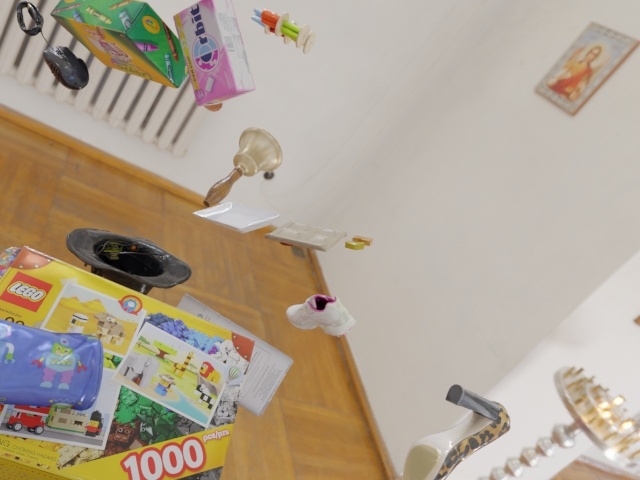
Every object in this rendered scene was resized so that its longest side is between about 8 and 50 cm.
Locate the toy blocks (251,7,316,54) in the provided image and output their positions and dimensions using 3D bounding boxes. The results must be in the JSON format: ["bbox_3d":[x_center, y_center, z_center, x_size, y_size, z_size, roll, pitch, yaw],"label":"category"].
[{"bbox_3d":[-0.091,-0.464,1.119,0.148,0.054,0.123,29,13,5],"label":"toy blocks"}]

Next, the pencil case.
[{"bbox_3d":[-0.479,0.172,0.766,0.306,0.119,0.133,21,50,-34],"label":"pencil case"}]

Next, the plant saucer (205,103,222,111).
[{"bbox_3d":[-0.380,-0.486,1.810,0.083,0.013,0.083,17,62,-34],"label":"plant saucer"}]

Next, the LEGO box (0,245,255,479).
[{"bbox_3d":[-0.422,0.293,1.005,0.500,0.193,0.372,26,44,-16],"label":"LEGO box"}]

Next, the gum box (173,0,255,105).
[{"bbox_3d":[-0.209,-0.371,1.016,0.062,0.107,0.188,-28,107,-56],"label":"gum box"}]

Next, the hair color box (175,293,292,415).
[{"bbox_3d":[-0.287,0.337,1.538,0.374,0.185,0.113,30,-14,7],"label":"hair color box"}]

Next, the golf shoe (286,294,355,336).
[{"bbox_3d":[-0.016,0.235,1.781,0.115,0.306,0.140,-43,118,-36],"label":"golf shoe"}]

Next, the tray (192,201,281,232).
[{"bbox_3d":[-0.247,-0.065,1.517,0.145,0.030,0.270,-19,23,-36],"label":"tray"}]

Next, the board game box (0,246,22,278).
[{"bbox_3d":[-0.784,0.084,1.414,0.169,0.033,0.133,39,28,-40],"label":"board game box"}]

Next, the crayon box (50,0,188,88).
[{"bbox_3d":[-0.416,-0.429,1.100,0.278,0.081,0.165,25,-11,32],"label":"crayon box"}]

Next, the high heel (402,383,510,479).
[{"bbox_3d":[0.274,0.427,1.021,0.186,0.261,0.093,31,-4,-28],"label":"high heel"}]

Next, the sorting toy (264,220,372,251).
[{"bbox_3d":[0.000,0.000,1.683,0.307,0.041,0.229,12,17,18],"label":"sorting toy"}]

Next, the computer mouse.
[{"bbox_3d":[-0.569,-0.418,1.100,0.071,0.041,0.242,-35,84,-28],"label":"computer mouse"}]

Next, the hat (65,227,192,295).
[{"bbox_3d":[-0.516,0.088,1.368,0.331,0.134,0.331,22,11,-4],"label":"hat"}]

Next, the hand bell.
[{"bbox_3d":[-0.203,-0.158,1.237,0.126,0.126,0.242,37,49,-1],"label":"hand bell"}]
